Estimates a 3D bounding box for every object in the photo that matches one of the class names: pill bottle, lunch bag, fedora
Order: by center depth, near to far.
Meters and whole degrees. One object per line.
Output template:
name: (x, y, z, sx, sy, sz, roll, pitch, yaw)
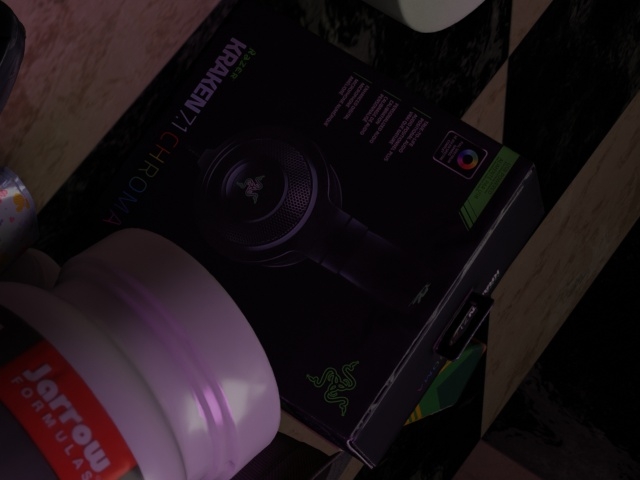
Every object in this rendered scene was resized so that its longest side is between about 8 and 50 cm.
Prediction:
pill bottle: (-0.212, 0.153, 1.062, 0.363, 0.210, 0.210, -36, 154, -30)
lunch bag: (-0.217, -0.008, 1.121, 0.071, 0.053, 0.083, -49, 171, -20)
pill bottle: (-0.201, 0.042, 1.228, 0.065, 0.065, 0.116, -55, 163, -10)
fedora: (-0.087, 0.269, 1.831, 0.244, 0.124, 0.275, -39, 163, -41)

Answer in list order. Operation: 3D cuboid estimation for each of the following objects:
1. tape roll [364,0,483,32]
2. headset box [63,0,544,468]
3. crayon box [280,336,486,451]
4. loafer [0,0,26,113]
tape roll: (0.147, -0.357, 1.482, 0.392, 0.072, 0.392, -49, 161, -24)
headset box: (0.000, 0.000, 1.340, 0.246, 0.283, 0.131, -55, 163, -7)
crayon box: (0.014, 0.095, 1.680, 0.081, 0.202, 0.318, -62, 163, 13)
loafer: (-0.217, -0.058, 1.023, 0.170, 0.062, 0.061, -56, 168, 0)
